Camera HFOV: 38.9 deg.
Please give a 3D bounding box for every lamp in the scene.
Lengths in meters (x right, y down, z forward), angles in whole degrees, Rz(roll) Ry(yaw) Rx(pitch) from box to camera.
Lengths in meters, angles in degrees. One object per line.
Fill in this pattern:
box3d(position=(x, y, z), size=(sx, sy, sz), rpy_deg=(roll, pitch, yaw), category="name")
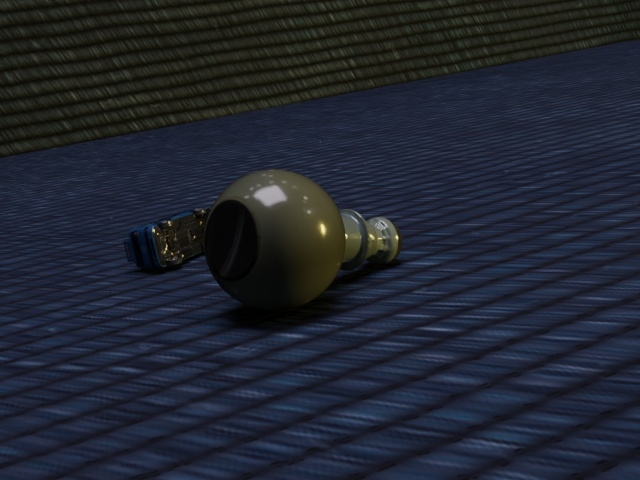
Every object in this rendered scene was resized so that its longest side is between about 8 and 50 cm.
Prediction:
box3d(position=(0.000, 0.000, 0.612), size=(0.091, 0.090, 0.163), rpy_deg=(4, 2, 44), category="lamp")

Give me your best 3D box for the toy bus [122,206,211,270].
box3d(position=(-0.125, -0.002, 0.770), size=(0.046, 0.038, 0.083), rpy_deg=(-6, 11, 31), category="toy bus")
